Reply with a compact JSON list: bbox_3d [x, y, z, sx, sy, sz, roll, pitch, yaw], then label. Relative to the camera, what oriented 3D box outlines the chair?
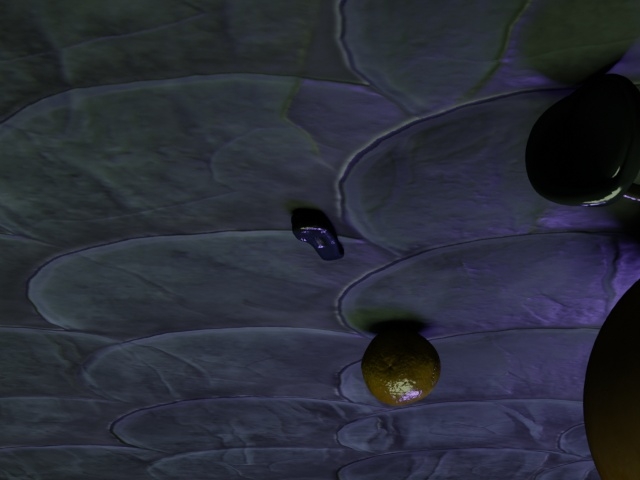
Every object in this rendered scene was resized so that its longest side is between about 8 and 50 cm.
[{"bbox_3d":[0.259,-0.065,1.064,0.221,0.104,0.095,3,135,-21],"label":"chair"}]

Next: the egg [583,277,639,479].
[{"bbox_3d":[0.386,0.148,1.337,0.301,0.301,0.374,-6,166,18],"label":"egg"}]

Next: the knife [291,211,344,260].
[{"bbox_3d":[0.000,0.000,1.351,0.031,0.018,0.121,-10,160,9],"label":"knife"}]

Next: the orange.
[{"bbox_3d":[0.087,0.136,1.640,0.085,0.085,0.095,-5,171,15],"label":"orange"}]
